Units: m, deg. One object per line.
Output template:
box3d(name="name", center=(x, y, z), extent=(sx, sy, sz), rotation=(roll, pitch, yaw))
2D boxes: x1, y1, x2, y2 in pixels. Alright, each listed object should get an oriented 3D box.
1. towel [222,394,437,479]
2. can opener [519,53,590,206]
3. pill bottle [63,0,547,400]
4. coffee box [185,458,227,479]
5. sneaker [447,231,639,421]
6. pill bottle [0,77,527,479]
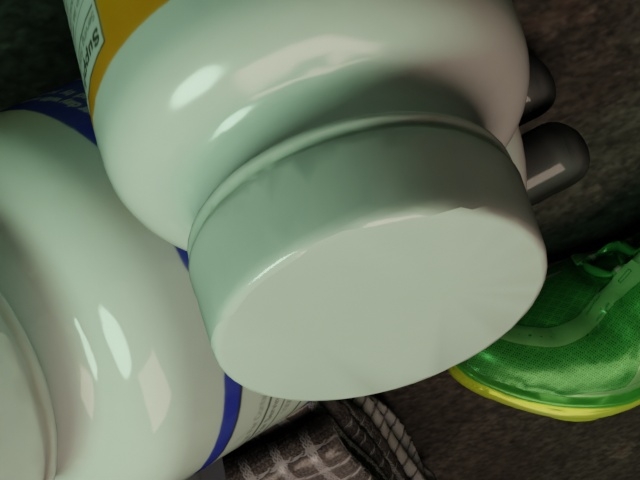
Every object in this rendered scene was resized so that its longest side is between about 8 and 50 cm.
box3d(name="towel", center=(-0.056, 0.176, 1.090), extent=(0.235, 0.121, 0.284), rotation=(-24, 148, 10))
box3d(name="can opener", center=(0.000, 0.000, 0.900), extent=(0.280, 0.074, 0.093), rotation=(-30, 170, 20))
box3d(name="pill bottle", center=(-0.013, -0.079, 0.589), extent=(0.136, 0.246, 0.136), rotation=(-13, 148, -8))
box3d(name="coffee box", center=(-0.257, 0.174, 0.780), extent=(0.337, 0.338, 0.334), rotation=(10, 140, -36))
box3d(name="sneaker", center=(0.203, 0.011, 0.997), extent=(0.295, 0.109, 0.123), rotation=(-13, 126, -3))
box3d(name="pill bottle", center=(-0.060, 0.007, 0.697), extent=(0.272, 0.152, 0.152), rotation=(-28, 160, -38))
